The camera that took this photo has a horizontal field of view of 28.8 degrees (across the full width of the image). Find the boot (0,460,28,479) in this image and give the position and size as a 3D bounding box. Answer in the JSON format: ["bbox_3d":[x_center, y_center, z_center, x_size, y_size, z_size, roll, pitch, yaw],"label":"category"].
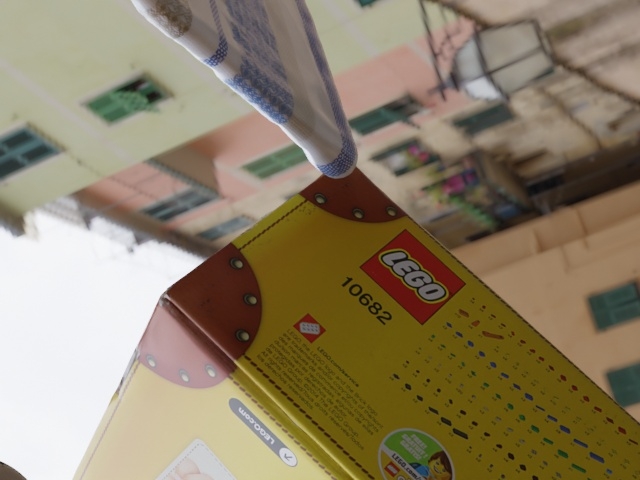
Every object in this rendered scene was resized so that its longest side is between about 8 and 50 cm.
[{"bbox_3d":[-0.423,0.462,1.471,0.138,0.284,0.377,27,-162,-41],"label":"boot"}]

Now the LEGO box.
[{"bbox_3d":[0.074,0.256,0.838,0.500,0.372,0.193,43,-132,10],"label":"LEGO box"}]

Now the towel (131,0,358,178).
[{"bbox_3d":[-0.081,-0.167,0.716,0.285,0.034,0.209,36,-151,-49],"label":"towel"}]
